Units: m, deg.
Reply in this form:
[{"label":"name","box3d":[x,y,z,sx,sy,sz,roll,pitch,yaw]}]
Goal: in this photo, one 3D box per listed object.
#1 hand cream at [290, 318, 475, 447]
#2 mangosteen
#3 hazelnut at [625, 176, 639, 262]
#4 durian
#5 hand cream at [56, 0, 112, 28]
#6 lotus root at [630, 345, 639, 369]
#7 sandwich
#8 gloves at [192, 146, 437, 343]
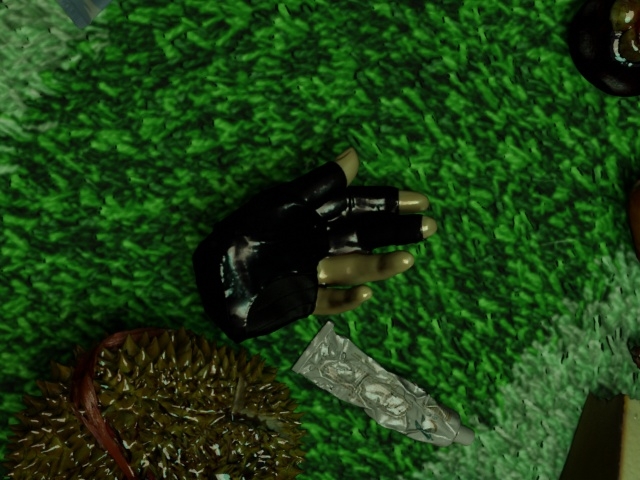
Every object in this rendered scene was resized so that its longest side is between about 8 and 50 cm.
[{"label":"hand cream","box3d":[0.090,0.201,1.833,0.257,0.050,0.084,33,100,-13]},{"label":"mangosteen","box3d":[0.375,-0.242,1.709,0.137,0.151,0.137,1,88,-17]},{"label":"hazelnut","box3d":[0.465,-0.025,1.770,0.182,0.182,0.182,-2,105,-9]},{"label":"durian","box3d":[-0.194,0.269,1.648,0.384,0.347,0.347,-31,107,3]},{"label":"hand cream","box3d":[-0.199,-0.350,1.623,0.271,0.058,0.091,-32,110,15]},{"label":"lotus root","box3d":[0.572,0.132,1.832,0.343,0.169,0.151,-12,65,-7]},{"label":"sandwich","box3d":[0.401,0.295,1.818,0.108,0.220,0.186,15,102,-12]},{"label":"gloves","box3d":[-0.007,-0.001,1.708,0.301,0.152,0.197,-13,114,-5]}]
